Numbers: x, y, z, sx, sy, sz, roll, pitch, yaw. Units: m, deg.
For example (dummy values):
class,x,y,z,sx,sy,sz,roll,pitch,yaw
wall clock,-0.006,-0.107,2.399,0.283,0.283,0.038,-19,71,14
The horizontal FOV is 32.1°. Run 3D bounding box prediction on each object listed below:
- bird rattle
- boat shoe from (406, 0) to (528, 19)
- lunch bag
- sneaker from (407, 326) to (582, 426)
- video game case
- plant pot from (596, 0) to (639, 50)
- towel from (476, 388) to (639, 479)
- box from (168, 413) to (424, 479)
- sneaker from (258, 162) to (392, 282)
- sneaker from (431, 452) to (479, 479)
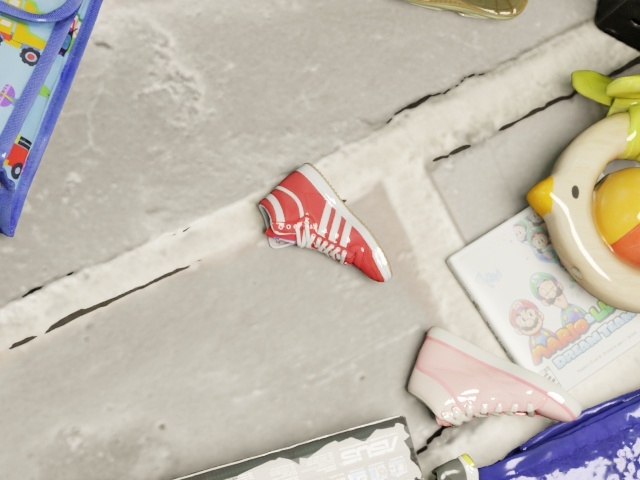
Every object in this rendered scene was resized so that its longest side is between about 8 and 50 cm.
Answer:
class,x,y,z,sx,sy,sz,roll,pitch,yaw
bird rattle,0.279,-0.029,0.900,0.207,0.143,0.253,-39,98,-13
boat shoe,0.103,-0.223,0.959,0.153,0.048,0.056,14,88,3
lunch bag,-0.297,-0.182,0.868,0.221,0.138,0.293,17,62,-5
sneaker,0.130,0.125,0.867,0.134,0.051,0.070,25,76,19
video game case,0.206,0.035,0.921,0.157,0.019,0.143,-31,83,-12
plant pot,0.336,-0.232,0.925,0.188,0.187,0.166,27,88,-1
towel,0.273,0.271,0.853,0.228,0.076,0.308,-22,81,-5
box,-0.037,0.268,0.817,0.270,0.060,0.216,-15,80,-10
sneaker,0.000,0.000,0.891,0.067,0.042,0.118,-36,76,-17
sneaker,0.098,0.199,0.849,0.035,0.031,0.083,-8,116,-16
